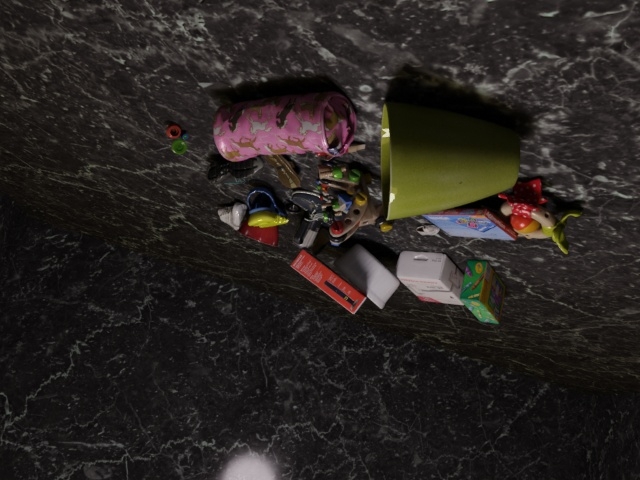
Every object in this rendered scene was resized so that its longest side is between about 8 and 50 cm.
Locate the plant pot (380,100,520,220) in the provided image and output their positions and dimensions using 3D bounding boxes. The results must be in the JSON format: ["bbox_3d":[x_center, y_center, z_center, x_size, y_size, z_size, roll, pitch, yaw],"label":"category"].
[{"bbox_3d":[0.296,-0.188,1.250,0.293,0.275,0.275,-1,159,3],"label":"plant pot"}]

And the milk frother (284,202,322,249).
[{"bbox_3d":[-0.082,-0.057,2.043,0.143,0.135,0.129,34,-165,31],"label":"milk frother"}]

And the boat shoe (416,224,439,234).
[{"bbox_3d":[0.374,-0.040,1.877,0.035,0.035,0.100,24,167,-26],"label":"boat shoe"}]

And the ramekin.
[{"bbox_3d":[0.196,0.139,2.216,0.277,0.135,0.277,43,180,0],"label":"ramekin"}]

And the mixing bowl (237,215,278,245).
[{"bbox_3d":[-0.244,-0.054,2.223,0.181,0.098,0.181,21,-175,-2],"label":"mixing bowl"}]

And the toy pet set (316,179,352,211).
[{"bbox_3d":[0.049,-0.155,1.832,0.114,0.065,0.122,48,168,22],"label":"toy pet set"}]

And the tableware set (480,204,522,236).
[{"bbox_3d":[0.559,-0.047,1.671,0.194,0.039,0.128,19,166,-3],"label":"tableware set"}]

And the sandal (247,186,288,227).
[{"bbox_3d":[-0.199,-0.121,2.021,0.126,0.138,0.317,-12,177,3],"label":"sandal"}]

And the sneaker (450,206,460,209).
[{"bbox_3d":[0.397,-0.113,1.670,0.083,0.032,0.037,23,144,-23],"label":"sneaker"}]

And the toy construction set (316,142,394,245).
[{"bbox_3d":[0.119,-0.151,1.596,0.237,0.257,0.309,-9,135,-1],"label":"toy construction set"}]

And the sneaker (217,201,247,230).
[{"bbox_3d":[-0.377,-0.107,2.253,0.115,0.090,0.232,23,160,-5],"label":"sneaker"}]

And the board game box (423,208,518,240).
[{"bbox_3d":[0.447,-0.052,1.640,0.145,0.027,0.281,30,170,-25],"label":"board game box"}]

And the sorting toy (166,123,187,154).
[{"bbox_3d":[-0.466,-0.334,1.744,0.042,0.061,0.102,38,145,51],"label":"sorting toy"}]

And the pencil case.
[{"bbox_3d":[-0.103,-0.291,1.408,0.386,0.167,0.160,5,-170,33],"label":"pencil case"}]

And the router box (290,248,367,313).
[{"bbox_3d":[0.045,0.167,2.154,0.301,0.082,0.335,37,179,8],"label":"router box"}]

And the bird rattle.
[{"bbox_3d":[0.582,-0.060,1.494,0.253,0.143,0.207,24,165,-13],"label":"bird rattle"}]

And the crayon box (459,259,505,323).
[{"bbox_3d":[0.645,0.206,2.122,0.081,0.165,0.278,3,156,36],"label":"crayon box"}]

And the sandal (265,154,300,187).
[{"bbox_3d":[-0.115,-0.239,1.732,0.072,0.049,0.180,-4,137,35],"label":"sandal"}]

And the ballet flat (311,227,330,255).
[{"bbox_3d":[0.000,0.000,2.278,0.073,0.080,0.232,46,156,1],"label":"ballet flat"}]

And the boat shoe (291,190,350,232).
[{"bbox_3d":[0.006,-0.102,1.948,0.254,0.079,0.095,25,159,-23],"label":"boat shoe"}]

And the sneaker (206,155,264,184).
[{"bbox_3d":[-0.271,-0.244,1.814,0.267,0.101,0.106,-3,175,43],"label":"sneaker"}]

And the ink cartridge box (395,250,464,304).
[{"bbox_3d":[0.461,0.157,2.214,0.207,0.117,0.283,3,156,38],"label":"ink cartridge box"}]
